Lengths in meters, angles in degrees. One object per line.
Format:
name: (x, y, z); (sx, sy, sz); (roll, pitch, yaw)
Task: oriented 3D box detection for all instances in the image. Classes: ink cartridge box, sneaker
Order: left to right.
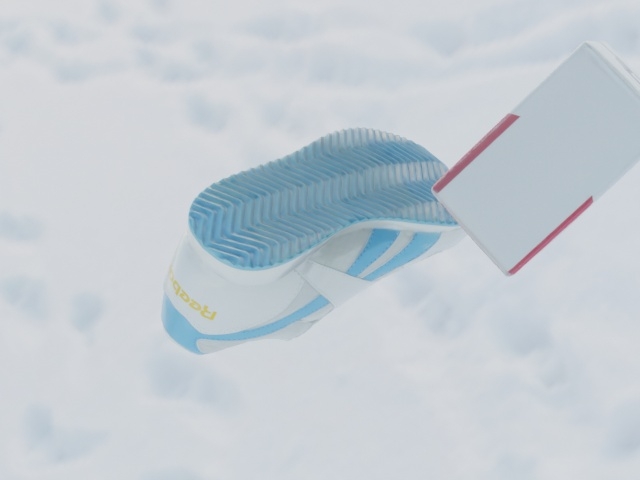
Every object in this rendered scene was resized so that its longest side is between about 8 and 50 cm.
sneaker: (0.000, 0.000, 1.056); (0.229, 0.087, 0.092); (-15, -35, -42)
ink cartridge box: (0.125, -0.046, 0.946); (0.109, 0.063, 0.150); (-44, -4, 13)
